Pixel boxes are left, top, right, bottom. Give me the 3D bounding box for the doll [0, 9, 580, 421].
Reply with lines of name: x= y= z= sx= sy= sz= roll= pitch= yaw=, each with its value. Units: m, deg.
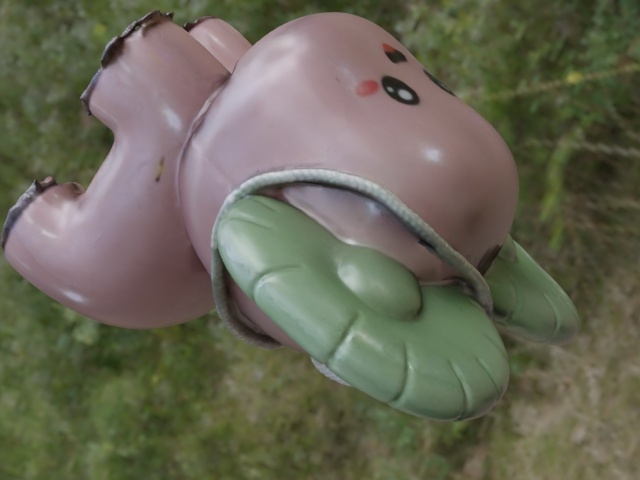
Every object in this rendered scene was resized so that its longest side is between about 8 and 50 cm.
doll: x=0.000 y=0.000 z=0.860 sx=0.216 sy=0.268 sz=0.284 roll=-57 pitch=-16 yaw=21
